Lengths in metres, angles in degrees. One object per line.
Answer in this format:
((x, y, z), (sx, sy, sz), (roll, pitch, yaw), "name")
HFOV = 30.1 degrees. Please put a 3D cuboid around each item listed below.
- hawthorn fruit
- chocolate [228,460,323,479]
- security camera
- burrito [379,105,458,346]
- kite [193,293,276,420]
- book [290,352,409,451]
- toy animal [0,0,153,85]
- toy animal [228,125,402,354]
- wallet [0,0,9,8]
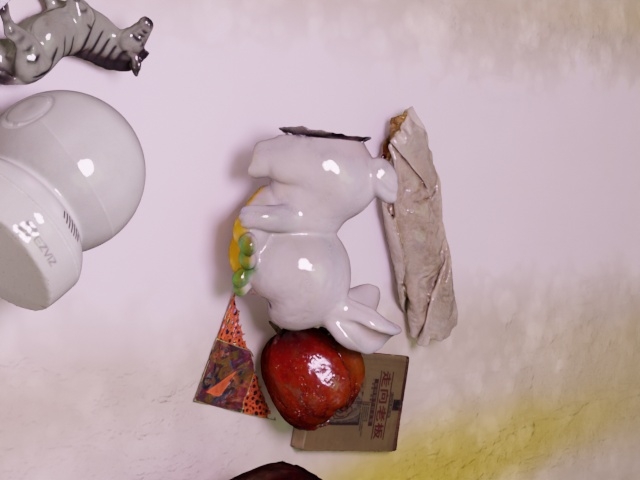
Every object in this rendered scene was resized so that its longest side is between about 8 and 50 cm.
((-0.021, 0.181, 1.714), (0.172, 0.148, 0.148), (49, 57, -4), "hawthorn fruit")
((-0.099, 0.511, 1.532), (0.331, 0.383, 0.384), (-30, 117, -33), "chocolate")
((-0.300, -0.062, 1.341), (0.236, 0.194, 0.195), (-52, 130, -31), "security camera")
((0.153, -0.014, 1.906), (0.117, 0.076, 0.392), (-30, 117, -39), "burrito")
((-0.135, 0.195, 1.684), (0.125, 0.008, 0.222), (-34, 120, -38), "kite")
((0.052, 0.254, 1.878), (0.230, 0.026, 0.161), (11, 88, -47), "book")
((-0.307, -0.237, 1.388), (0.217, 0.073, 0.176), (-41, 123, -29), "toy animal")
((-0.007, 0.000, 1.651), (0.247, 0.183, 0.310), (2, 93, -13), "toy animal")
((-0.430, -0.228, 1.253), (0.196, 0.020, 0.103), (-47, 120, -10), "wallet")
